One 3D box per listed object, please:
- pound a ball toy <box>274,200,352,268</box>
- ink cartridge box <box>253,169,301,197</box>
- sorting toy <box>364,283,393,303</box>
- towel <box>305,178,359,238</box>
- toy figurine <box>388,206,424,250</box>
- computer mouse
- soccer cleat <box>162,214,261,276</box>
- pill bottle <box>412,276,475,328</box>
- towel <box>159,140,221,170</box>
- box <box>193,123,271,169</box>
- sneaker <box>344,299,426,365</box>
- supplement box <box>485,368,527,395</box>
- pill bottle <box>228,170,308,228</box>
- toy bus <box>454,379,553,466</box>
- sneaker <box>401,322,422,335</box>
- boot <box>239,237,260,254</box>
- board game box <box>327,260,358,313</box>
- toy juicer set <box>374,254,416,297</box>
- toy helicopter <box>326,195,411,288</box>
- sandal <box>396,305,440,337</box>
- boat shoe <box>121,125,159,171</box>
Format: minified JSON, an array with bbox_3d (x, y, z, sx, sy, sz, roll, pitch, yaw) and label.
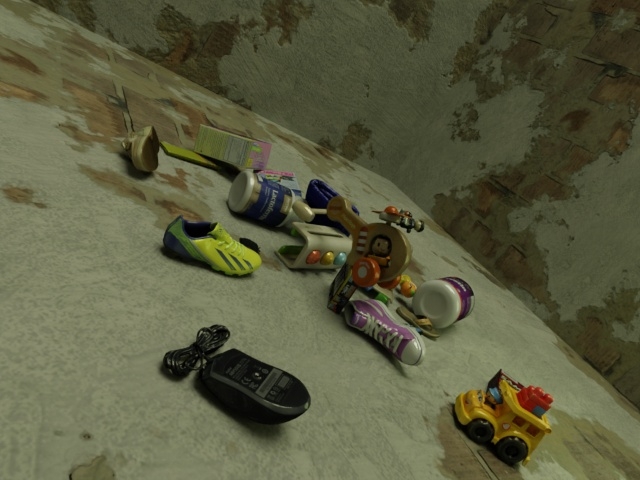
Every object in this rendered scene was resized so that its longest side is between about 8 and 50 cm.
[{"bbox_3d":[0.000,0.000,1.591,0.136,0.208,0.319,44,21,29],"label":"pound a ball toy"},{"bbox_3d":[-0.181,-0.212,1.955,0.186,0.065,0.311,3,29,-12],"label":"ink cartridge box"},{"bbox_3d":[0.187,0.153,1.764,0.196,0.047,0.347,38,14,0],"label":"sorting toy"},{"bbox_3d":[0.023,-0.093,1.819,0.228,0.076,0.308,38,-20,6],"label":"towel"},{"bbox_3d":[0.399,-0.051,2.369,0.148,0.213,0.209,13,20,-20],"label":"toy figurine"},{"bbox_3d":[-0.148,0.271,0.907,0.272,0.072,0.188,25,18,14],"label":"computer mouse"},{"bbox_3d":[-0.266,0.014,1.252,0.289,0.121,0.093,19,23,-37],"label":"soccer cleat"},{"bbox_3d":[0.495,0.235,1.862,0.181,0.181,0.323,42,20,24],"label":"pill bottle"},{"bbox_3d":[-0.511,-0.331,1.873,0.237,0.021,0.102,13,22,-45],"label":"towel"},{"bbox_3d":[-0.361,-0.388,1.982,0.243,0.117,0.213,20,12,12],"label":"box"},{"bbox_3d":[0.170,0.269,1.394,0.161,0.102,0.282,13,17,-39],"label":"sneaker"},{"bbox_3d":[0.603,0.514,1.517,0.130,0.073,0.239,38,18,15],"label":"supplement box"},{"bbox_3d":[-0.185,-0.138,1.715,0.265,0.153,0.153,20,23,-34],"label":"pill bottle"},{"bbox_3d":[0.510,0.459,1.287,0.220,0.211,0.149,32,20,1],"label":"toy bus"},{"bbox_3d":[0.283,0.298,1.558,0.144,0.053,0.059,15,24,-45],"label":"sneaker"},{"bbox_3d":[-0.231,0.021,1.414,0.121,0.045,0.099,33,19,-24],"label":"boot"},{"bbox_3d":[0.081,0.132,1.499,0.048,0.141,0.170,31,19,-6],"label":"board game box"},{"bbox_3d":[0.287,0.101,1.895,0.209,0.089,0.329,31,15,-31],"label":"toy juicer set"},{"bbox_3d":[0.138,-0.034,1.416,0.140,0.235,0.355,10,29,-46],"label":"toy helicopter"},{"bbox_3d":[0.357,0.288,1.710,0.180,0.049,0.072,37,19,11],"label":"sandal"},{"bbox_3d":[-0.591,-0.296,1.549,0.098,0.109,0.302,-13,32,-7],"label":"boat shoe"}]
